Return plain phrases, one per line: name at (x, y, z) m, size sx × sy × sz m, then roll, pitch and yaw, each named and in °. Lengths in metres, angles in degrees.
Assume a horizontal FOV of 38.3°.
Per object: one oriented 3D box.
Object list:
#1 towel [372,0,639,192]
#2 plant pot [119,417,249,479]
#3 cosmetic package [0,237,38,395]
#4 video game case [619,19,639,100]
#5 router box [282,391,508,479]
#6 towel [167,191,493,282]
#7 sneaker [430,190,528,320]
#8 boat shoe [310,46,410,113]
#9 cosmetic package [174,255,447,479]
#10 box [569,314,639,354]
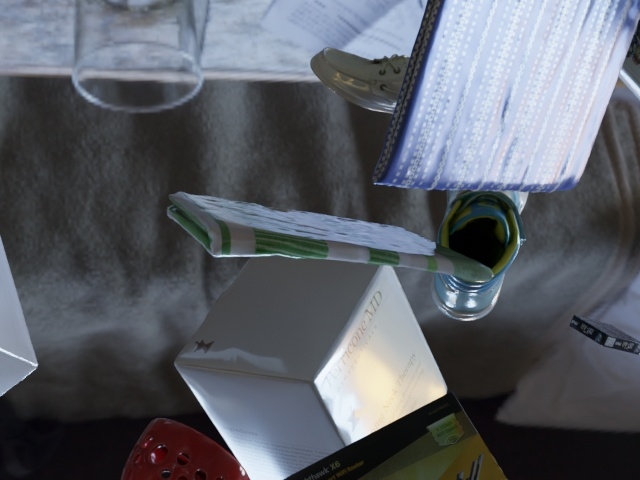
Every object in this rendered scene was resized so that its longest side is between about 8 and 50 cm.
towel at (0.189, -0.163, 0.869) m, size 0.336 × 0.243 × 0.040 m, roll -2°, pitch -157°, yaw -46°
plant pot at (-0.233, 0.406, 1.462) m, size 0.191 × 0.174 × 0.191 m, roll 22°, pitch 149°, yaw 14°
cosmetic package at (-0.392, 0.027, 0.802) m, size 0.138 × 0.224 × 0.224 m, roll -35°, pitch 145°, yaw 7°
video game case at (0.677, -0.321, 1.614) m, size 0.329 × 0.300 × 0.036 m, roll 42°, pitch 167°, yaw -17°
router box at (0.131, 0.411, 1.411) m, size 0.309 × 0.243 × 0.081 m, roll -26°, pitch 153°, yaw -12°
towel at (0.000, 0.000, 1.079) m, size 0.325 × 0.038 × 0.248 m, roll 8°, pitch -172°, yaw -22°
sneaker at (0.230, -0.062, 1.260) m, size 0.127 × 0.319 × 0.208 m, roll 8°, pitch 163°, yaw 6°
boat shoe at (0.121, -0.259, 1.485) m, size 0.277 × 0.098 × 0.096 m, roll 20°, pitch 131°, yaw -15°
cosmetic package at (-0.005, 0.267, 1.797) m, size 0.327 × 0.329 × 0.394 m, roll 2°, pitch 133°, yaw 35°
box at (0.401, 0.132, 1.292) m, size 0.083 × 0.018 × 0.067 m, roll 15°, pitch -168°, yaw -34°
